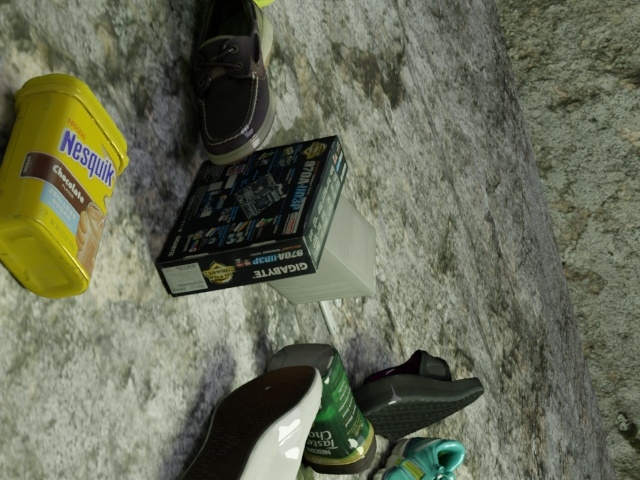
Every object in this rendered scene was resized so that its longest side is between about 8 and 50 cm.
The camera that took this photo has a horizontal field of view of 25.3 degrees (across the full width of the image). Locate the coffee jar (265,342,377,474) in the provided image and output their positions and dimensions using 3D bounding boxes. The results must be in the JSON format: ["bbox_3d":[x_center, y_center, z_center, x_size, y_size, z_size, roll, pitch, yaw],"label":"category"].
[{"bbox_3d":[0.004,0.219,1.815,0.184,0.096,0.079,65,34,-35],"label":"coffee jar"}]

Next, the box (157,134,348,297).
[{"bbox_3d":[-0.072,-0.031,1.608,0.220,0.175,0.051,-74,148,-54],"label":"box"}]

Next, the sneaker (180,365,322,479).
[{"bbox_3d":[-0.072,0.252,1.592,0.290,0.106,0.123,-51,133,-52],"label":"sneaker"}]

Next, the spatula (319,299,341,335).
[{"bbox_3d":[0.000,0.000,2.038,0.168,0.019,0.242,-70,145,-57],"label":"spatula"}]

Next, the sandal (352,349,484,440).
[{"bbox_3d":[0.125,0.214,2.087,0.107,0.167,0.446,66,15,16],"label":"sandal"}]

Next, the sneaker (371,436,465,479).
[{"bbox_3d":[0.145,0.369,2.115,0.275,0.110,0.107,-56,133,-59],"label":"sneaker"}]

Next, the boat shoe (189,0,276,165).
[{"bbox_3d":[-0.112,-0.207,1.711,0.285,0.103,0.092,-87,152,-44],"label":"boat shoe"}]

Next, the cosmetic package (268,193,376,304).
[{"bbox_3d":[-0.023,-0.004,1.810,0.238,0.127,0.107,50,37,-59],"label":"cosmetic package"}]

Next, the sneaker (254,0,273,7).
[{"bbox_3d":[-0.106,-0.449,1.831,0.123,0.109,0.295,-12,92,-74],"label":"sneaker"}]

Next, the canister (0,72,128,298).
[{"bbox_3d":[-0.240,-0.048,1.293,0.126,0.073,0.170,59,29,-45],"label":"canister"}]
